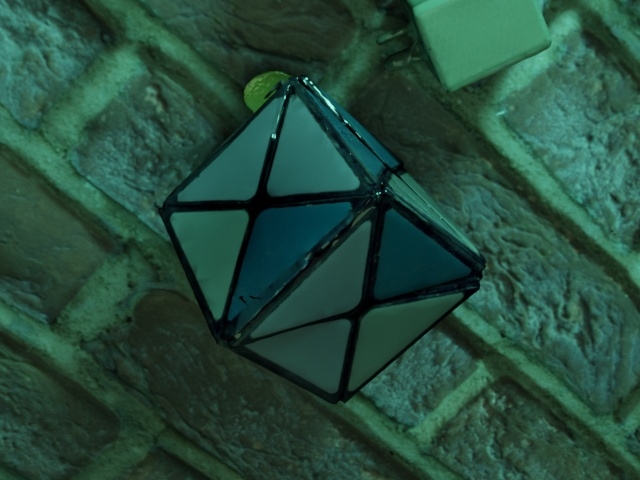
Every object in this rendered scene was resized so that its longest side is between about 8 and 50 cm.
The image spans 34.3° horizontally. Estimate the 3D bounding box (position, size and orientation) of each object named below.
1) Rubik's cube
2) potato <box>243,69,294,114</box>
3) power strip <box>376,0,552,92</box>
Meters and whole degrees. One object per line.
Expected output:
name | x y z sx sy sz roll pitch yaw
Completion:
Rubik's cube | 0.000 0.000 1.461 0.310 0.307 0.305 -42 135 11
potato | -0.062 -0.213 1.528 0.103 0.066 0.096 41 100 -19
power strip | 0.189 -0.304 1.472 0.224 0.140 0.139 -25 116 5
